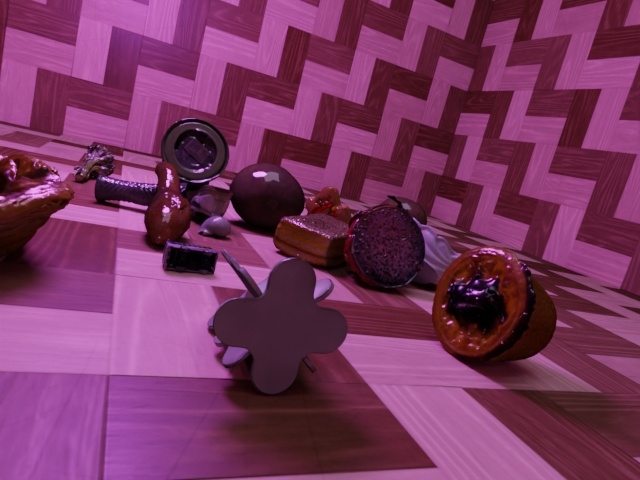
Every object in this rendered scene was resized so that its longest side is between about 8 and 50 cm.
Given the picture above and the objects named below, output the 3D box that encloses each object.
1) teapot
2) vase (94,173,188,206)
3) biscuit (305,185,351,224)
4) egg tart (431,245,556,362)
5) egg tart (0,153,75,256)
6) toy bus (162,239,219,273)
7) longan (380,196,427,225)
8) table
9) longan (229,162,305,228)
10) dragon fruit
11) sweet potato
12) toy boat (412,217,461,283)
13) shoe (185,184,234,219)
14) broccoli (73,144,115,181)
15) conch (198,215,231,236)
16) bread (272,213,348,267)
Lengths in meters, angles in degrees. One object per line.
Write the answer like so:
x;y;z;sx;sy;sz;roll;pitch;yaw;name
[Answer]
-0.448;-0.226;1.551;0.200;0.270;0.337;43;-20;-12;teapot
-0.502;-0.131;1.341;0.237;0.115;0.115;9;12;-13;vase
0.038;-0.047;1.468;0.239;0.212;0.041;46;42;19;biscuit
0.323;0.125;0.873;0.170;0.215;0.215;21;6;-32;egg tart
-0.578;-0.064;0.739;0.351;0.153;0.339;21;13;30;egg tart
-0.261;0.032;0.943;0.102;0.052;0.058;10;9;-33;toy bus
0.338;-0.088;2.016;0.220;0.197;0.196;28;15;22;longan
-0.076;0.090;0.650;0.166;0.167;0.198;11;4;-21;table
-0.170;-0.139;1.532;0.248;0.248;0.248;14;11;-3;longan
0.148;0.023;1.243;0.218;0.224;0.148;-28;-2;-22;dragon fruit
-0.377;-0.090;1.184;0.109;0.109;0.385;11;26;-20;sweet potato
0.261;0.042;1.347;0.290;0.199;0.100;23;50;21;toy boat
-0.348;-0.103;1.426;0.103;0.098;0.275;16;-9;-28;shoe
-0.772;-0.243;1.593;0.122;0.118;0.204;23;25;-13;broccoli
-0.285;-0.039;1.280;0.085;0.057;0.076;7;1;-39;conch
0.000;0.000;1.327;0.184;0.111;0.234;24;15;27;bread
